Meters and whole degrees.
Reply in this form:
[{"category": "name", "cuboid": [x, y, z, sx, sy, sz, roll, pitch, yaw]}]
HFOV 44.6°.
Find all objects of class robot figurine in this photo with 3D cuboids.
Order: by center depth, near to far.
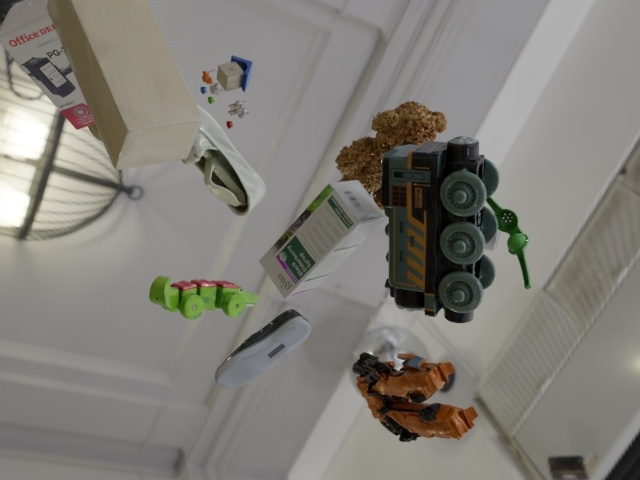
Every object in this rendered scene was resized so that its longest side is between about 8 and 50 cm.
[{"category": "robot figurine", "cuboid": [0.177, 0.311, 1.561, 0.291, 0.085, 0.211, -12, -73, 62]}]

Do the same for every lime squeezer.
[{"category": "lime squeezer", "cuboid": [0.434, -0.022, 1.786, 0.058, 0.110, 0.310, -29, -116, 15]}]

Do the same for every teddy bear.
[{"category": "teddy bear", "cuboid": [0.153, -0.157, 1.687, 0.338, 0.245, 0.113, -33, -146, 51]}]

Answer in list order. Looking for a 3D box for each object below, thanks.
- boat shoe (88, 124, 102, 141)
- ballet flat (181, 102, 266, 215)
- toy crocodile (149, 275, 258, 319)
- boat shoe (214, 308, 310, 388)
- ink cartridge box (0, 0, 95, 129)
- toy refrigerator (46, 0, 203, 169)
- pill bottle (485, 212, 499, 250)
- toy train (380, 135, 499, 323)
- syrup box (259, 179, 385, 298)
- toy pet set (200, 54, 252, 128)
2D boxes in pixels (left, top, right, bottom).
[{"category": "boat shoe", "cuboid": [-0.437, -0.342, 1.646, 0.098, 0.109, 0.302, -47, -140, 50]}, {"category": "ballet flat", "cuboid": [-0.289, -0.215, 2.028, 0.139, 0.400, 0.139, -29, -148, 21]}, {"category": "toy crocodile", "cuboid": [-0.305, 0.145, 2.061, 0.115, 0.340, 0.105, 13, -83, 44]}, {"category": "boat shoe", "cuboid": [-0.078, 0.140, 1.013, 0.142, 0.049, 0.040, -32, -138, -12]}, {"category": "ink cartridge box", "cuboid": [-0.452, -0.343, 1.454, 0.172, 0.237, 0.100, -15, -135, 21]}, {"category": "toy refrigerator", "cuboid": [-0.259, -0.228, 1.009, 0.270, 0.102, 0.094, 62, -35, 18]}, {"category": "pill bottle", "cuboid": [0.374, -0.046, 2.073, 0.119, 0.208, 0.119, 16, 90, -73]}, {"category": "toy train", "cuboid": [0.200, -0.018, 1.342, 0.142, 0.190, 0.334, -40, 132, -57]}, {"category": "syrup box", "cuboid": [0.000, 0.000, 1.441, 0.237, 0.096, 0.093, -46, -109, 32]}, {"category": "toy pet set", "cuboid": [-0.171, -0.300, 1.509, 0.122, 0.065, 0.114, 53, -32, 25]}]
